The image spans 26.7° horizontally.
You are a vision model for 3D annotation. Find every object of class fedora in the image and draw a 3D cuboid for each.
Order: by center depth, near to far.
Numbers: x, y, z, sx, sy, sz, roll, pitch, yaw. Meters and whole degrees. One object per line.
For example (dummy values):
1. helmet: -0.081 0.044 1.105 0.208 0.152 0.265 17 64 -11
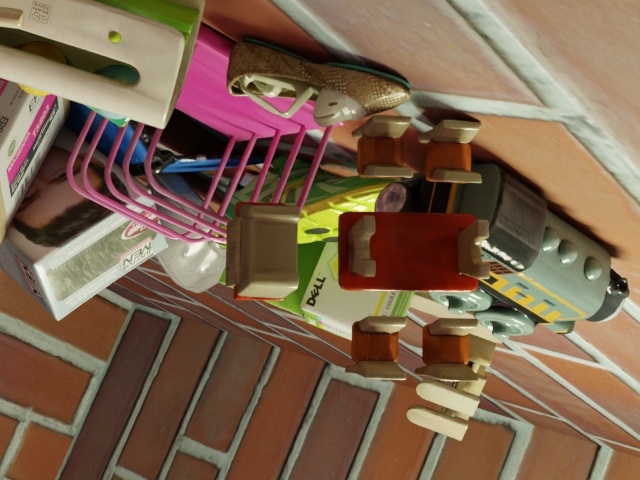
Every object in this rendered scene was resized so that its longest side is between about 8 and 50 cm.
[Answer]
1. fedora: -0.209 -0.003 2.131 0.244 0.124 0.275 42 176 39

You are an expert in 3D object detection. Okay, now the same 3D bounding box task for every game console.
1. game console: -0.235 -0.166 1.852 0.250 0.173 0.293 59 157 -15

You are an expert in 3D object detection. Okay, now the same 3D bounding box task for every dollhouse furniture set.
1. dollhouse furniture set: 0.040 0.011 1.389 0.259 0.262 0.135 2 175 -13
2. dollhouse furniture set: 0.182 0.130 1.982 0.161 0.212 0.242 20 142 5

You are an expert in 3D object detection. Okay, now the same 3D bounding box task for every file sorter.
1. file sorter: -0.147 -0.106 1.559 0.202 0.182 0.290 27 168 -25

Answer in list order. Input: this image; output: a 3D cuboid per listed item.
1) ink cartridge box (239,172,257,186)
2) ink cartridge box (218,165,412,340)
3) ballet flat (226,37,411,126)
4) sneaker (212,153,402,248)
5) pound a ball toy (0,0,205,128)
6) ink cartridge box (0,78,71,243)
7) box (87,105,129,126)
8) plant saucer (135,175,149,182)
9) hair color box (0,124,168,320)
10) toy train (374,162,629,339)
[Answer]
1. ink cartridge box: 0.000 0.000 1.977 0.237 0.100 0.172 18 168 26
2. ink cartridge box: 0.010 0.016 1.803 0.255 0.189 0.097 22 169 6
3. ballet flat: -0.008 -0.150 1.372 0.206 0.067 0.073 16 166 28
4. sneaker: -0.023 -0.059 1.733 0.295 0.124 0.109 -9 157 34
5. pound a ball toy: -0.288 -0.188 1.253 0.319 0.136 0.208 17 -150 -4
6. ink cartridge box: -0.394 -0.137 1.663 0.088 0.235 0.193 21 153 2
7. box: -0.252 -0.211 1.451 0.105 0.043 0.179 32 -156 -42
8. plant saucer: -0.295 -0.115 2.236 0.083 0.015 0.083 22 169 5
9. hair color box: -0.398 -0.066 1.843 0.374 0.185 0.114 36 150 36
10. toy train: 0.216 0.018 1.579 0.190 0.142 0.334 -5 152 47
